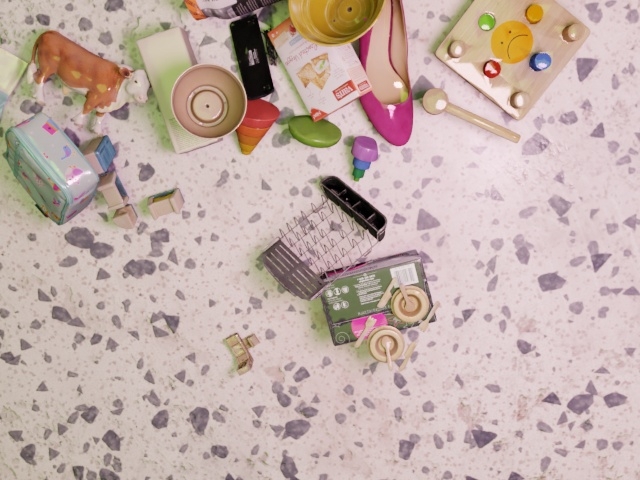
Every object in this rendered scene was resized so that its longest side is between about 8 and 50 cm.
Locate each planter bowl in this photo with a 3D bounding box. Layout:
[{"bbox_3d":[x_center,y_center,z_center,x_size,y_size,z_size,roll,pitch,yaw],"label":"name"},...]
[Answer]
[{"bbox_3d":[0.049,-0.498,1.570,0.217,0.090,0.217,-2,84,21],"label":"planter bowl"},{"bbox_3d":[-0.249,-0.301,1.654,0.162,0.109,0.162,-1,94,-11],"label":"planter bowl"}]

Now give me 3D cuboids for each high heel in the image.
[{"bbox_3d":[0.151,-0.397,1.663,0.127,0.181,0.377,-20,97,-15],"label":"high heel"}]

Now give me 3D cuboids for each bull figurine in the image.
[{"bbox_3d":[-0.543,-0.364,1.748,0.310,0.101,0.188,30,94,7],"label":"bull figurine"}]

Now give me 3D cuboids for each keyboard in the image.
[{"bbox_3d":[-0.145,-0.430,1.761,0.100,0.038,0.192,-13,91,15],"label":"keyboard"}]

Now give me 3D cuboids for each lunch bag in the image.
[{"bbox_3d":[-0.622,-0.161,1.709,0.224,0.279,0.108,49,63,-6],"label":"lunch bag"}]

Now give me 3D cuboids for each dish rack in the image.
[{"bbox_3d":[0.000,0.000,1.722,0.271,0.074,0.208,-41,58,-12],"label":"dish rack"}]

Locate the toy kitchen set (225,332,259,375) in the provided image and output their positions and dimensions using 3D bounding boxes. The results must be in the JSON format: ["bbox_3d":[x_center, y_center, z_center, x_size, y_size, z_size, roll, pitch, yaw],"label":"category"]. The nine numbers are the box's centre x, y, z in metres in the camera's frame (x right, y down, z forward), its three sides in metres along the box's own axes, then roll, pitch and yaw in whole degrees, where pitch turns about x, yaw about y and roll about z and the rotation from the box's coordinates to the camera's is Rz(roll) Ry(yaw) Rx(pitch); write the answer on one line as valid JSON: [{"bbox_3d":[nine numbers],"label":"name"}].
[{"bbox_3d":[-0.186,0.271,1.845,0.068,0.075,0.083,-29,100,6],"label":"toy kitchen set"}]

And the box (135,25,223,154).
[{"bbox_3d":[-0.326,-0.347,1.749,0.113,0.094,0.275,-16,97,4],"label":"box"}]

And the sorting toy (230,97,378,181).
[{"bbox_3d":[-0.048,-0.221,1.763,0.365,0.127,0.126,18,123,2],"label":"sorting toy"}]

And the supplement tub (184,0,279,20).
[{"bbox_3d":[-0.155,-0.609,1.650,0.316,0.193,0.194,-19,97,6],"label":"supplement tub"}]

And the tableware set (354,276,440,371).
[{"bbox_3d":[0.174,0.192,1.689,0.128,0.039,0.194,29,98,-2],"label":"tableware set"}]

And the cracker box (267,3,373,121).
[{"bbox_3d":[-0.001,-0.406,1.697,0.155,0.067,0.232,-23,99,45],"label":"cracker box"}]

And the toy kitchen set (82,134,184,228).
[{"bbox_3d":[-0.440,-0.155,1.793,0.166,0.122,0.207,-17,118,5],"label":"toy kitchen set"}]

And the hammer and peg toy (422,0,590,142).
[{"bbox_3d":[0.401,-0.396,1.688,0.266,0.127,0.361,36,99,-5],"label":"hammer and peg toy"}]

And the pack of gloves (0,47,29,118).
[{"bbox_3d":[-0.838,-0.378,1.809,0.195,0.046,0.232,29,102,-13],"label":"pack of gloves"}]

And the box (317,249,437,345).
[{"bbox_3d":[0.132,0.130,1.775,0.247,0.142,0.163,-14,96,4],"label":"box"}]
